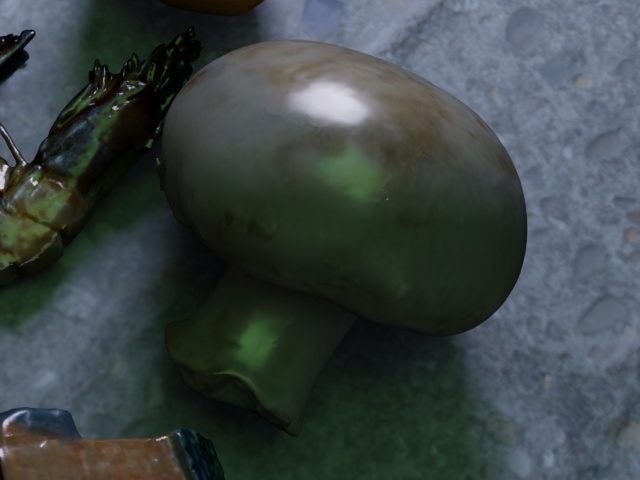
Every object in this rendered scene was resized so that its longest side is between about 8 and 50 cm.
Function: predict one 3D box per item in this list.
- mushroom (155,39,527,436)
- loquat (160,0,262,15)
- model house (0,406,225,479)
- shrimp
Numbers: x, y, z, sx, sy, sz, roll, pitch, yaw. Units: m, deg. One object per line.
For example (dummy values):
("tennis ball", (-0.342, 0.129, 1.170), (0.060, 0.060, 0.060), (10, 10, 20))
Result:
("mushroom", (0.000, 0.000, 1.413), (0.297, 0.297, 0.290), (25, 99, -3))
("loquat", (-0.096, -0.275, 1.515), (0.176, 0.234, 0.187), (-14, 98, -10))
("model house", (-0.117, 0.253, 1.302), (0.291, 0.184, 0.253), (-4, 60, -31))
("shrimp", (-0.226, -0.095, 1.480), (0.178, 0.075, 0.289), (37, 75, 7))
